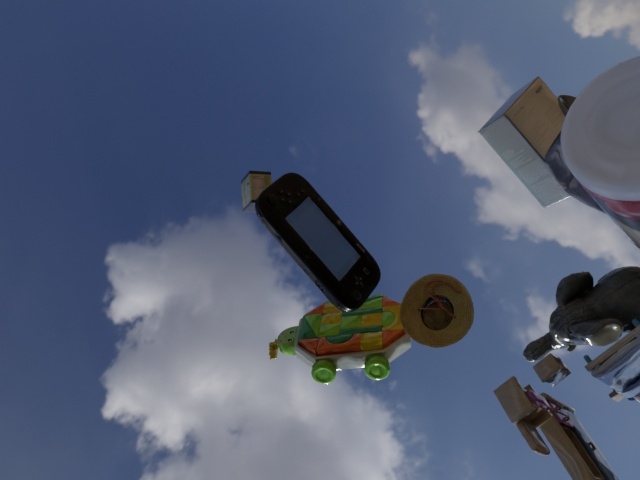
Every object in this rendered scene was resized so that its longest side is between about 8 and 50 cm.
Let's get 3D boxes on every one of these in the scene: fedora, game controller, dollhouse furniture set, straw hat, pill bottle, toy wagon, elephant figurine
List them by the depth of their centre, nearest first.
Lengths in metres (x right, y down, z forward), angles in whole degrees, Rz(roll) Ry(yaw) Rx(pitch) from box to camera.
[{"bbox_3d":[0.446,-0.076,0.724,0.318,0.176,0.176,28,-139,-41],"label":"pill bottle"},{"bbox_3d":[0.527,0.283,0.989,0.286,0.303,0.198,30,-157,-38],"label":"dollhouse furniture set"},{"bbox_3d":[0.520,-0.140,1.075,0.275,0.124,0.243,43,-145,17],"label":"fedora"},{"bbox_3d":[0.221,0.140,1.085,0.061,0.144,0.144,64,-172,-60],"label":"straw hat"},{"bbox_3d":[0.521,0.146,1.112,0.239,0.169,0.186,-15,-80,-3],"label":"elephant figurine"},{"bbox_3d":[0.000,0.000,1.238,0.319,0.067,0.166,49,-126,-5],"label":"game controller"},{"bbox_3d":[0.038,0.224,1.355,0.267,0.344,0.068,-76,-23,-63],"label":"toy wagon"}]

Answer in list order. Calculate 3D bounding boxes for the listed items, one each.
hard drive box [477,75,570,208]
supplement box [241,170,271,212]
[{"bbox_3d":[0.495,-0.221,1.295,0.232,0.089,0.181,49,-121,-4],"label":"hard drive box"},{"bbox_3d":[-0.159,-0.120,1.434,0.056,0.083,0.083,1,-104,-24],"label":"supplement box"}]
